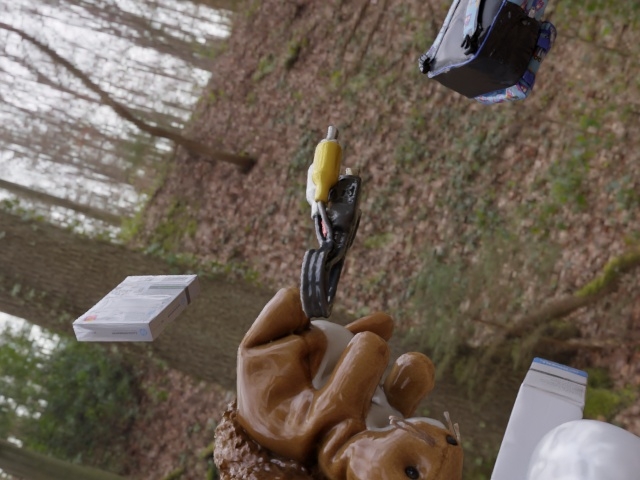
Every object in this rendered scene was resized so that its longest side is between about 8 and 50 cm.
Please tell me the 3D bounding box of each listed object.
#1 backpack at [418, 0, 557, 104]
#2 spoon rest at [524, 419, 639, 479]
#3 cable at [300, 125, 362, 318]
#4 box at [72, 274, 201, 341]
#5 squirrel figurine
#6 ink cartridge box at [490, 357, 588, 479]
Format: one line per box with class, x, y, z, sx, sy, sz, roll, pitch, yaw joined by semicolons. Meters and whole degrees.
backpack;0.223;-0.272;1.042;0.173;0.117;0.158;-66;16;-7
spoon rest;0.265;0.246;0.612;0.084;0.276;0.137;-7;-53;-41
cable;0.000;0.000;0.945;0.287;0.072;0.139;-72;-15;-49
box;-0.308;0.113;1.425;0.186;0.145;0.038;-52;-44;-63
squirrel figurine;0.023;0.320;1.232;0.397;0.370;0.281;-49;-37;8
ink cartridge box;0.306;0.256;1.147;0.203;0.086;0.148;-3;-70;-70
